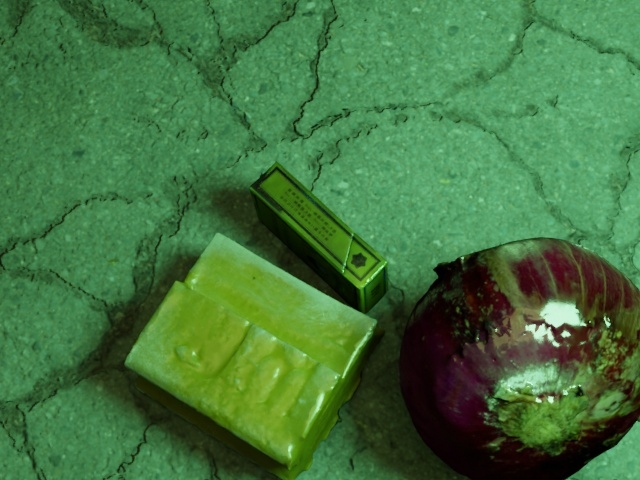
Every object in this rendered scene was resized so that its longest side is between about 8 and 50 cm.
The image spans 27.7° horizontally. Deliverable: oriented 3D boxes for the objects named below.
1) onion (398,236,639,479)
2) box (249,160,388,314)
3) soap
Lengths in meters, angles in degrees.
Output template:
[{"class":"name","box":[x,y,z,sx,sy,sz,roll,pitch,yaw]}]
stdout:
[{"class":"onion","box":[0.265,0.128,1.730,0.347,0.348,0.385,-6,33,1]},{"class":"box","box":[0.000,0.000,1.844,0.220,0.141,0.064,41,77,14]},{"class":"soap","box":[-0.088,0.156,1.803,0.281,0.143,0.259,27,72,17]}]
